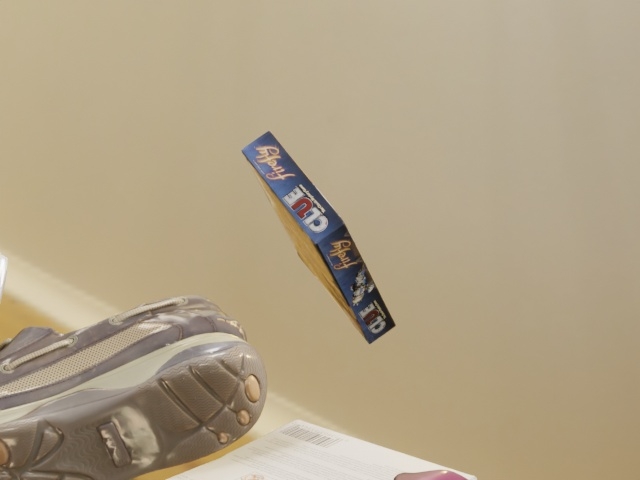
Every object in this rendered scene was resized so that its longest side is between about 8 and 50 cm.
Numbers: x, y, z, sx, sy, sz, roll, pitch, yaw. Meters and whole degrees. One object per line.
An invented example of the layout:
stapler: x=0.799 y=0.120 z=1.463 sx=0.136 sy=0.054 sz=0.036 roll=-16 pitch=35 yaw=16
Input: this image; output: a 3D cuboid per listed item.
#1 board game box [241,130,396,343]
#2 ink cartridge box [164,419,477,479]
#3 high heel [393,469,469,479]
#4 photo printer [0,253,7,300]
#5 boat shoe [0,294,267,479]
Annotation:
board game box: x=0.000 y=0.000 z=1.928 sx=0.042 sy=0.243 sz=0.165 roll=-35 pitch=-124 yaw=-5
ink cartridge box: x=-0.009 y=0.308 z=1.954 sx=0.296 sy=0.261 sz=0.066 roll=12 pitch=-67 yaw=43
high heel: x=0.050 y=0.315 z=1.692 sx=0.181 sy=0.377 sz=0.127 roll=17 pitch=-79 yaw=37
photo printer: x=-0.455 y=0.177 z=1.912 sx=0.256 sy=0.107 sz=0.307 roll=135 pitch=-32 yaw=-57
boat shoe: x=-0.222 y=0.145 z=1.380 sx=0.130 sy=0.355 sz=0.132 roll=-116 pitch=-168 yaw=-52
